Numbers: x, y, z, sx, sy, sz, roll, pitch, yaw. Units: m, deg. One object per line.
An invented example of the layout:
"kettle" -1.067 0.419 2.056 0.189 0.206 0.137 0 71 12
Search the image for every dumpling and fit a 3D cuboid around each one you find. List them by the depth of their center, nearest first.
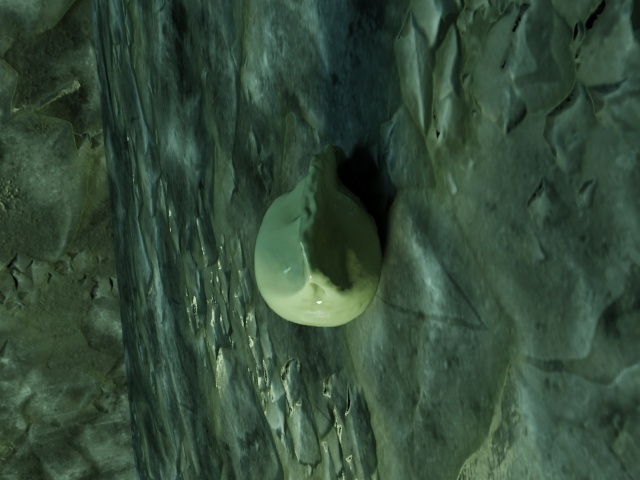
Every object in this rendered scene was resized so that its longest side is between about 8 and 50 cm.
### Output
"dumpling" 0.000 0.000 0.897 0.252 0.131 0.179 81 -170 -68
